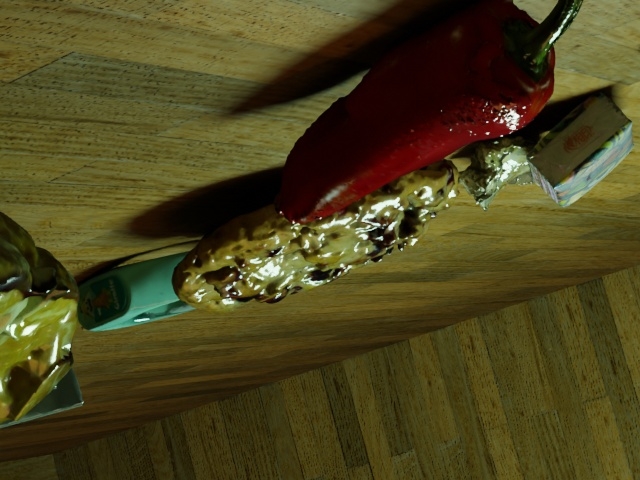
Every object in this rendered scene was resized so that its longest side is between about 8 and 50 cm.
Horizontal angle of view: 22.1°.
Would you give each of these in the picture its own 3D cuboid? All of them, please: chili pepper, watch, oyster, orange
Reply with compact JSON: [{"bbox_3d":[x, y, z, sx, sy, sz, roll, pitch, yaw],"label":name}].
[{"bbox_3d":[0.081,-0.107,1.304,0.110,0.110,0.387,-6,164,-43],"label":"chili pepper"},{"bbox_3d":[-0.187,0.060,1.988,0.195,0.068,0.237,-9,170,-36],"label":"watch"},{"bbox_3d":[0.202,-0.082,1.810,0.105,0.056,0.177,-32,168,17],"label":"oyster"},{"bbox_3d":[-0.353,0.068,1.294,0.271,0.210,0.368,-48,171,2],"label":"orange"}]

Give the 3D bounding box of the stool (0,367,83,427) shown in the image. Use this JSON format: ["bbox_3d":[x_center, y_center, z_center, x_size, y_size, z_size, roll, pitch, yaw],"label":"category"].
[{"bbox_3d":[-0.403,0.117,1.676,0.269,0.170,0.243,-14,171,-6],"label":"stool"}]

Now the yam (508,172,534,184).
[{"bbox_3d":[0.285,-0.086,1.992,0.145,0.032,0.032,-7,168,-33],"label":"yam"}]

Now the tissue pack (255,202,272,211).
[{"bbox_3d":[-0.056,-0.023,1.827,0.085,0.028,0.138,-24,171,29],"label":"tissue pack"}]

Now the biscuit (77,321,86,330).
[{"bbox_3d":[-0.275,0.092,2.161,0.133,0.027,0.184,-22,167,41],"label":"biscuit"}]

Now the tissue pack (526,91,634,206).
[{"bbox_3d":[0.279,-0.094,1.749,0.108,0.060,0.148,-43,168,3],"label":"tissue pack"}]

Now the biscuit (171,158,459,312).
[{"bbox_3d":[0.000,0.001,1.777,0.334,0.081,0.289,-22,170,-3],"label":"biscuit"}]

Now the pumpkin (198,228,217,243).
[{"bbox_3d":[-0.107,0.000,1.880,0.083,0.028,0.050,5,152,-42],"label":"pumpkin"}]
